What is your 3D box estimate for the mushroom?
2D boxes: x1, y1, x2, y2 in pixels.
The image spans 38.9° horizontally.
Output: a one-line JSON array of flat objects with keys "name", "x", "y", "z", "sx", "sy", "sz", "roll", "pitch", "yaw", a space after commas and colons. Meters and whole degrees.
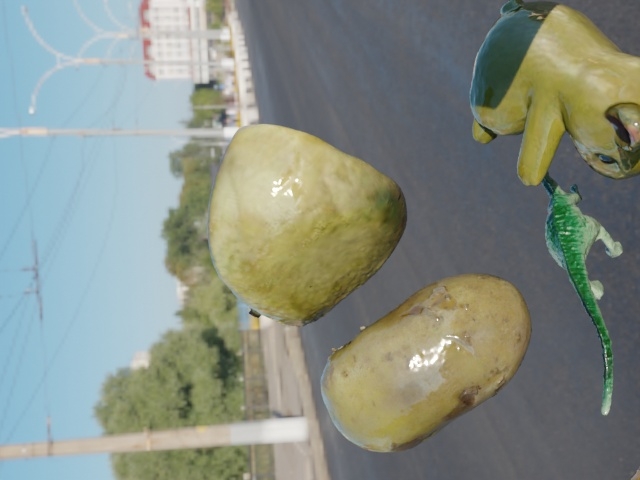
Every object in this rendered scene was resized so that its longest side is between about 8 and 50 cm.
[{"name": "mushroom", "x": -0.004, "y": 0.005, "z": 1.229, "sx": 0.292, "sy": 0.211, "sz": 0.218, "roll": 43, "pitch": -122, "yaw": -57}]

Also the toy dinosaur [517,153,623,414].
[{"name": "toy dinosaur", "x": 0.346, "y": 0.041, "z": 1.144, "sx": 0.076, "sy": 0.129, "sz": 0.383, "roll": -46, "pitch": 44, "yaw": 35}]

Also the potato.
[{"name": "potato", "x": 0.118, "y": 0.137, "z": 1.022, "sx": 0.165, "sy": 0.262, "sz": 0.165, "roll": 44, "pitch": -163, "yaw": -17}]

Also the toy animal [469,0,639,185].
[{"name": "toy animal", "x": 0.312, "y": -0.137, "z": 1.002, "sx": 0.363, "sy": 0.181, "sz": 0.180, "roll": -128, "pitch": 26, "yaw": -46}]

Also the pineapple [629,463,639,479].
[{"name": "pineapple", "x": 0.548, "y": 0.424, "z": 1.312, "sx": 0.362, "sy": 0.201, "sz": 0.202, "roll": 58, "pitch": -158, "yaw": -54}]
